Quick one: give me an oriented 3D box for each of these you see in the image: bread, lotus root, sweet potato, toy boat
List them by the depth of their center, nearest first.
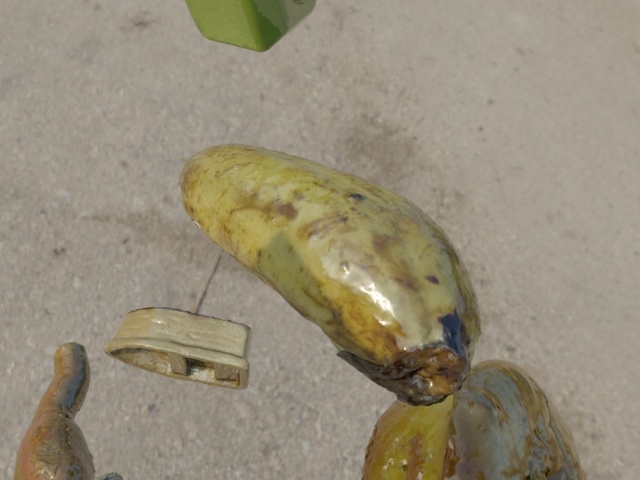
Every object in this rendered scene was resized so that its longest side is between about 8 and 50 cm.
[{"bbox_3d":[0.000,0.000,0.515,0.258,0.097,0.110,34,-4,38],"label":"lotus root"},{"bbox_3d":[0.143,0.227,0.711,0.268,0.145,0.269,28,54,-48],"label":"bread"},{"bbox_3d":[-0.178,0.135,1.083,0.188,0.116,0.061,11,65,-1],"label":"toy boat"},{"bbox_3d":[-0.357,0.283,1.151,0.109,0.109,0.385,7,27,-20],"label":"sweet potato"}]

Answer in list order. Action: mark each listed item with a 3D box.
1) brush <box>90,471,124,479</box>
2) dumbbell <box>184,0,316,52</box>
[{"bbox_3d":[-0.250,0.286,0.609,0.039,0.042,0.299,50,63,-11],"label":"brush"},{"bbox_3d":[-0.145,-0.217,0.586,0.301,0.121,0.108,17,9,16],"label":"dumbbell"}]
